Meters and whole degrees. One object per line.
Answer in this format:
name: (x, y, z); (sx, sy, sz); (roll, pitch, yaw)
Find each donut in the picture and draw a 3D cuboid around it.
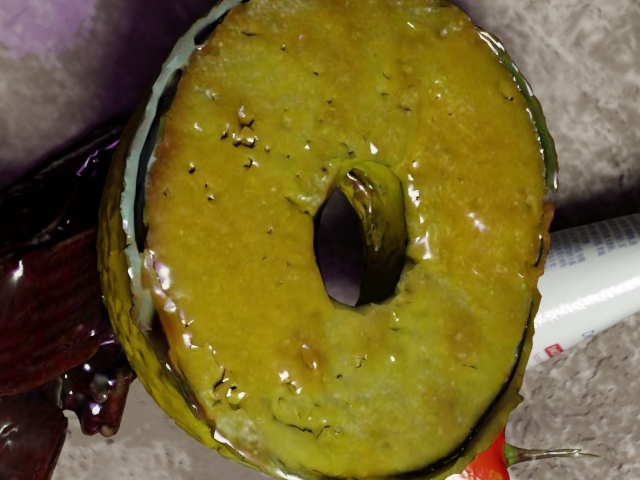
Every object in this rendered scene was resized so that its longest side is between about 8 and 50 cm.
donut: (0.000, 0.000, 0.748); (0.272, 0.107, 0.272); (6, 77, -29)

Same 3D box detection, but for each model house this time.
model house: (-0.148, 0.056, 0.784); (0.141, 0.164, 0.203); (-1, 121, -4)

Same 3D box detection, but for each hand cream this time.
hand cream: (0.151, 0.025, 0.858); (0.247, 0.133, 0.083); (-21, 97, 10)

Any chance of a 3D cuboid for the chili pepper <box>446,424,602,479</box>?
chili pepper: (0.083, 0.139, 0.915); (0.192, 0.086, 0.084); (0, 102, -1)
